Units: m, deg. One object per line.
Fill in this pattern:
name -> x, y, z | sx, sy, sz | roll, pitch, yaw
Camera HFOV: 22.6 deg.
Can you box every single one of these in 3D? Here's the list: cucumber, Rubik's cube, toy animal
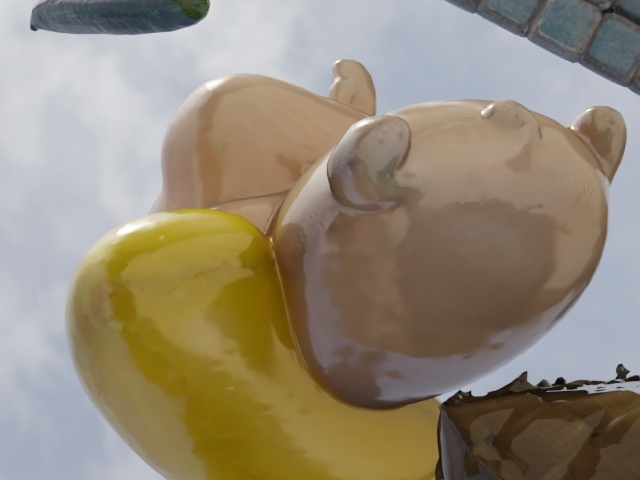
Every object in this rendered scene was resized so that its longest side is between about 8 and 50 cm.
cucumber -> -0.208, -0.230, 1.592 | 0.056, 0.284, 0.056 | -5, -83, -44
Rubik's cube -> 0.244, -0.269, 1.322 | 0.237, 0.237, 0.238 | 26, -166, 0
toy animal -> -0.017, -0.008, 0.955 | 0.277, 0.345, 0.247 | 14, -140, -27

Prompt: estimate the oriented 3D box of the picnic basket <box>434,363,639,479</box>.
picnic basket -> 0.202, 0.212, 0.744 | 0.254, 0.291, 0.321 | 15, -108, -67
